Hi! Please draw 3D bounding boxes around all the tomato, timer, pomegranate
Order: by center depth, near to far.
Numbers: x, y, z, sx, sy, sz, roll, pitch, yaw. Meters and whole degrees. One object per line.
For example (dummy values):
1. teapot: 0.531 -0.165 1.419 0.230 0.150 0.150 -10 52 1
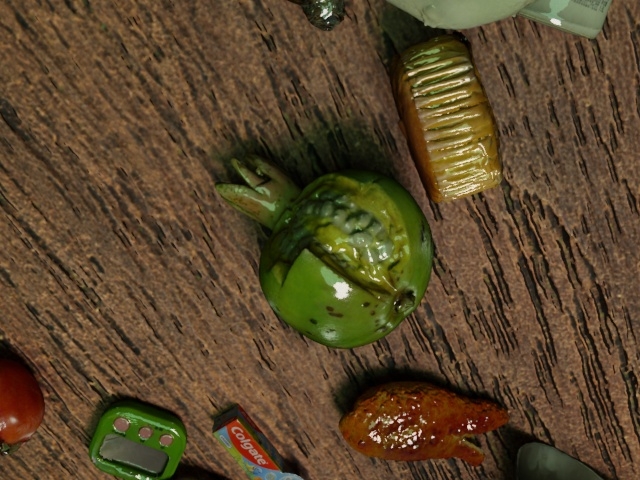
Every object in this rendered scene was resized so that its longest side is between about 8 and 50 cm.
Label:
1. pomegranate: 0.000 0.000 0.892 0.302 0.236 0.236 36 109 18
2. tomato: -0.455 0.235 1.008 0.091 0.159 0.139 -28 73 -30
3. timer: -0.285 0.317 1.080 0.140 0.047 0.128 23 107 -9

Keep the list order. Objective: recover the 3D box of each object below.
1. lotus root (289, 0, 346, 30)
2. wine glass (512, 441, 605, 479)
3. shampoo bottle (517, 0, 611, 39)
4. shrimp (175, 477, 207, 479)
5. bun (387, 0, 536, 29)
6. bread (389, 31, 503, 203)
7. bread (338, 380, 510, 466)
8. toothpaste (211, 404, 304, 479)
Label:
1. lotus root: -0.019 -0.346 0.795 0.120 0.120 0.209 -18 112 6
2. wine glass: 0.298 0.553 1.083 0.267 0.267 0.406 28 112 -11
3. shampoo bottle: 0.318 -0.367 0.805 0.118 0.087 0.234 16 110 -8
4. shrimp: -0.223 0.434 1.126 0.166 0.049 0.161 -1 133 -23
5. bun: 0.155 -0.363 0.758 0.293 0.187 0.293 0 85 -2
6. bread: 0.147 -0.145 0.837 0.104 0.199 0.199 -17 111 7
7. bread: 0.162 0.287 1.053 0.269 0.095 0.139 15 118 -11
8. toothpaste: -0.087 0.345 1.096 0.070 0.044 0.193 -32 109 9
